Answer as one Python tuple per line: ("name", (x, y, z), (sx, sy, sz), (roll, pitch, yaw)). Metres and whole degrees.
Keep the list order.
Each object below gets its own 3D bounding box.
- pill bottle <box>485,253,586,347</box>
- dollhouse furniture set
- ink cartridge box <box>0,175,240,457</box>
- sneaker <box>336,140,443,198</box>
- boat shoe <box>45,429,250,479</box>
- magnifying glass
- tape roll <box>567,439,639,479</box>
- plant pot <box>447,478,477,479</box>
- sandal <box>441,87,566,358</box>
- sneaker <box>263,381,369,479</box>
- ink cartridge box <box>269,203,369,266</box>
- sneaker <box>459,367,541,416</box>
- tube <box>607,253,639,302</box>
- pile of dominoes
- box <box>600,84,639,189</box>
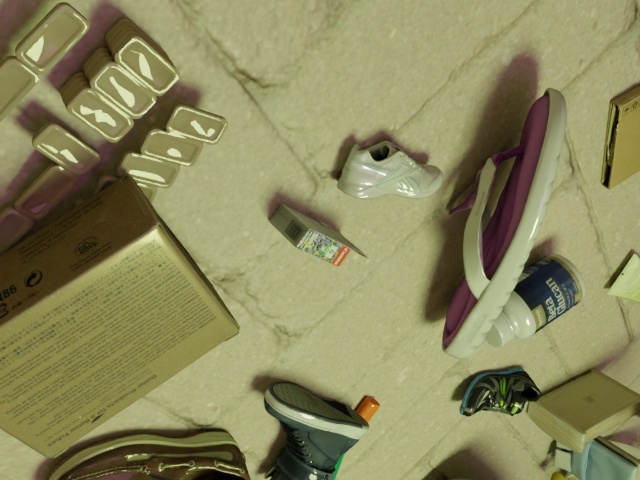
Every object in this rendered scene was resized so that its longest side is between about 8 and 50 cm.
("pill bottle", (0.333, 0.100, 1.141), (0.169, 0.094, 0.094), (-31, 135, -16))
("dollhouse furniture set", (0.577, 0.474, 1.467), (0.198, 0.286, 0.303), (-17, 118, -28))
("ink cartridge box", (-0.224, 0.080, 0.684), (0.235, 0.088, 0.193), (-34, 141, -8))
("sneaker", (0.093, -0.085, 0.850), (0.152, 0.054, 0.061), (-5, 121, -35))
("boat shoe", (-0.199, 0.296, 0.875), (0.257, 0.095, 0.095), (-1, 121, -37))
("magnifying glass", (0.017, 0.345, 1.133), (0.092, 0.026, 0.231), (27, 104, -45))
("tape roll", (0.732, 0.618, 1.699), (0.286, 0.286, 0.100), (-10, 126, -32))
("plant pot", (0.343, 0.669, 1.424), (0.366, 0.366, 0.353), (-51, 149, 5))
("sandal", (0.222, -0.008, 0.965), (0.102, 0.169, 0.416), (15, 118, 1))
("sneaker", (-0.038, 0.297, 1.007), (0.163, 0.086, 0.226), (-51, 138, 2))
("ink cartridge box", (0.000, 0.000, 0.833), (0.115, 0.063, 0.029), (26, 102, -46))
("sneaker", (0.328, 0.280, 1.283), (0.188, 0.078, 0.067), (-6, 124, -34))
("tube", (0.657, 0.094, 1.421), (0.240, 0.062, 0.070), (19, 64, -39))
("pile of dominoes", (-0.229, -0.080, 0.634), (0.251, 0.040, 0.196), (-42, 139, 8))
("box", (0.534, -0.190, 1.135), (0.201, 0.021, 0.164), (-30, 134, -17))
